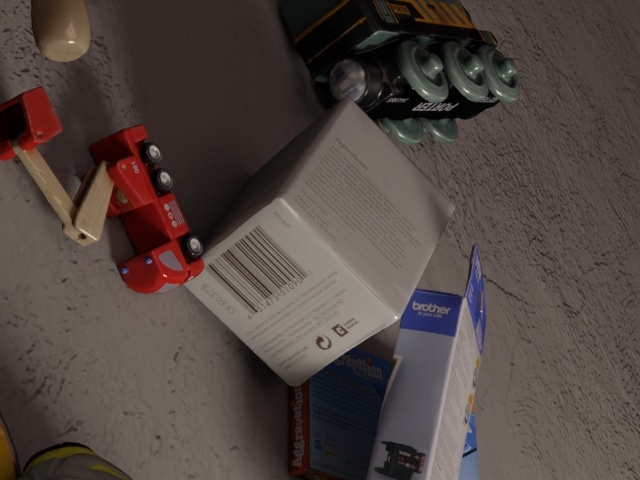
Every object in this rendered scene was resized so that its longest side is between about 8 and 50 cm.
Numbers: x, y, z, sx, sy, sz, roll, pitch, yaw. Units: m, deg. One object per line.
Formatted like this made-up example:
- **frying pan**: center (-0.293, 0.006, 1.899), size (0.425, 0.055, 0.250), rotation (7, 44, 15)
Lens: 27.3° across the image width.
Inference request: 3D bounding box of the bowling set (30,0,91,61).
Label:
- **bowling set**: center (-0.262, -0.236, 0.878), size (0.287, 0.200, 0.154), rotation (2, 67, -30)

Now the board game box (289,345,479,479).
- **board game box**: center (0.069, 0.192, 1.311), size (0.281, 0.027, 0.145), rotation (28, 52, -43)

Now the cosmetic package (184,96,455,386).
- **cosmetic package**: center (0.000, 0.000, 1.190), size (0.151, 0.151, 0.183), rotation (45, 40, -10)

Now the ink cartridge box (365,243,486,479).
- **ink cartridge box**: center (0.095, 0.174, 1.196), size (0.186, 0.065, 0.311), rotation (64, 39, -65)

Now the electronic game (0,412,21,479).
- **electronic game**: center (-0.281, 0.158, 0.831), size (0.229, 0.048, 0.229), rotation (31, 49, -43)

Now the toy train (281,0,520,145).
- **toy train**: center (0.098, -0.213, 1.488), size (0.334, 0.142, 0.190), rotation (-9, 70, -55)

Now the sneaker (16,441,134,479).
- **sneaker**: center (-0.095, 0.295, 0.925), size (0.147, 0.145, 0.384), rotation (-119, -174, -64)

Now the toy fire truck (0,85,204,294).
- **toy fire truck**: center (-0.180, -0.037, 1.079), size (0.135, 0.047, 0.192), rotation (-28, 96, -55)
